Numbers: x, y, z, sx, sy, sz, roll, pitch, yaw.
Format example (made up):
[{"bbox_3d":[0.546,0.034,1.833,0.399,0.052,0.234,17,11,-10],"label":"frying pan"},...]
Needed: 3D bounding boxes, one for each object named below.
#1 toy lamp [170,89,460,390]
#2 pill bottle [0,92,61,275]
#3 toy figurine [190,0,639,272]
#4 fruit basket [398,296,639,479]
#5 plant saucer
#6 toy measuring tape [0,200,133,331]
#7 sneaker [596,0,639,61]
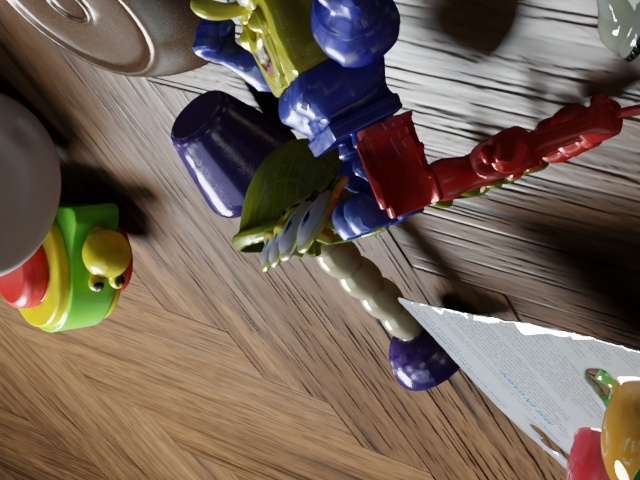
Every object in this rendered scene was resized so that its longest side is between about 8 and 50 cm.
[{"bbox_3d":[0.000,0.000,1.265,0.080,0.080,0.274,6,145,52],"label":"toy lamp"},{"bbox_3d":[-0.361,-0.055,1.559,0.283,0.160,0.160,8,148,51],"label":"pill bottle"},{"bbox_3d":[0.019,-0.115,0.959,0.362,0.191,0.217,155,94,-82],"label":"toy figurine"},{"bbox_3d":[0.251,0.145,1.146,0.327,0.165,0.353,45,166,-27],"label":"fruit basket"},{"bbox_3d":[-0.158,-0.167,1.185,0.199,0.036,0.198,30,160,12],"label":"plant saucer"},{"bbox_3d":[-0.262,0.021,1.638,0.121,0.121,0.330,45,157,-28],"label":"toy measuring tape"},{"bbox_3d":[0.139,-0.143,0.787,0.075,0.057,0.161,46,164,15],"label":"sneaker"}]
